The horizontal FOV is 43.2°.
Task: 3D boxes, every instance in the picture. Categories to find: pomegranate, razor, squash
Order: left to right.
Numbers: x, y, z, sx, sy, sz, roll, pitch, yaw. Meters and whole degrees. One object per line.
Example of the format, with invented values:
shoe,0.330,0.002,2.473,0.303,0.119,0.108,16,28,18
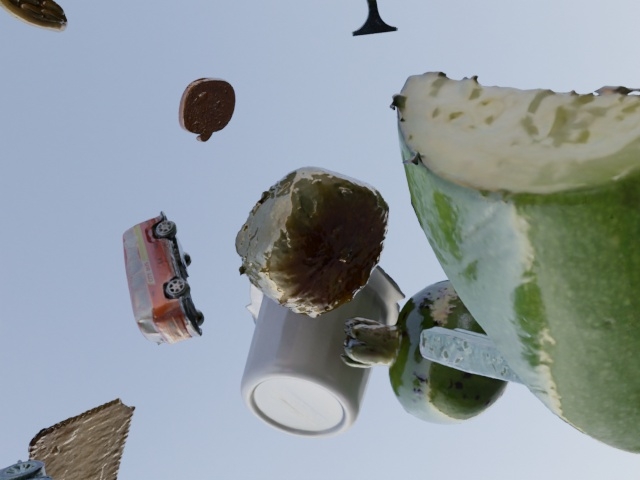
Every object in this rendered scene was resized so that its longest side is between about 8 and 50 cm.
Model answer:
razor,0.064,-0.382,1.149,0.033,0.066,0.190,100,162,-73
pomegranate,0.152,0.151,1.116,0.202,0.248,0.202,-168,90,-86
squash,0.153,0.043,0.519,0.111,0.203,0.288,-59,-34,-33

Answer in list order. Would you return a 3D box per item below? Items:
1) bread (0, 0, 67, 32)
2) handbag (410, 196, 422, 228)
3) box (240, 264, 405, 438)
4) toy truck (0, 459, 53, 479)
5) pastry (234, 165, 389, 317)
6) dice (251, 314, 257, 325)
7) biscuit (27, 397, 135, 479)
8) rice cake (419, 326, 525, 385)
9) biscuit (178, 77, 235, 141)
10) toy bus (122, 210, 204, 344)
bread,-0.355,-0.289,0.975,0.024,0.110,0.110,-46,-33,22
handbag,0.289,-0.107,1.482,0.169,0.215,0.155,-58,-46,-50
box,-0.003,0.159,1.222,0.291,0.263,0.206,105,180,-48
toy truck,-0.345,0.342,0.844,0.162,0.305,0.136,-11,-84,-27
pastry,0.000,0.000,0.983,0.192,0.093,0.182,29,-86,-46
dice,-0.041,0.120,1.806,0.182,0.183,0.181,-72,9,-48
biscuit,-0.422,0.385,1.402,0.237,0.013,0.232,-16,-50,-56
rice cake,0.218,0.133,0.855,0.085,0.226,0.040,10,-89,-50
biscuit,-0.137,-0.157,0.968,0.091,0.015,0.078,-12,-60,-55
toy bus,-0.197,0.051,0.997,0.077,0.174,0.079,-18,-41,-3
